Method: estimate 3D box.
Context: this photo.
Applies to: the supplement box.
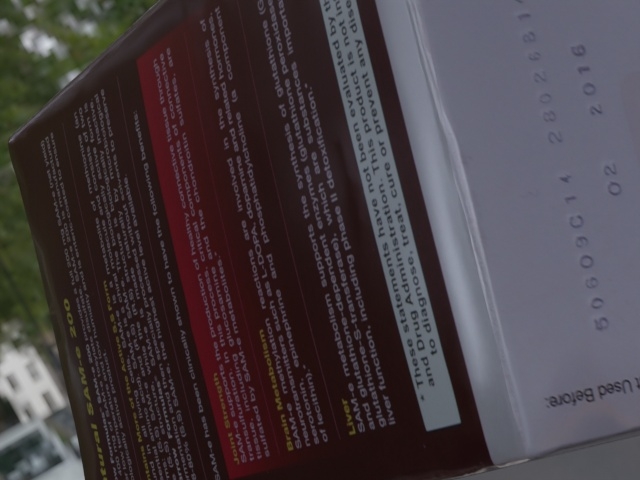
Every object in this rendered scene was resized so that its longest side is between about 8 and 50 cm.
[{"bbox_3d":[0.000,0.000,0.443,0.073,0.130,0.239,-9,-7,-29],"label":"supplement box"}]
